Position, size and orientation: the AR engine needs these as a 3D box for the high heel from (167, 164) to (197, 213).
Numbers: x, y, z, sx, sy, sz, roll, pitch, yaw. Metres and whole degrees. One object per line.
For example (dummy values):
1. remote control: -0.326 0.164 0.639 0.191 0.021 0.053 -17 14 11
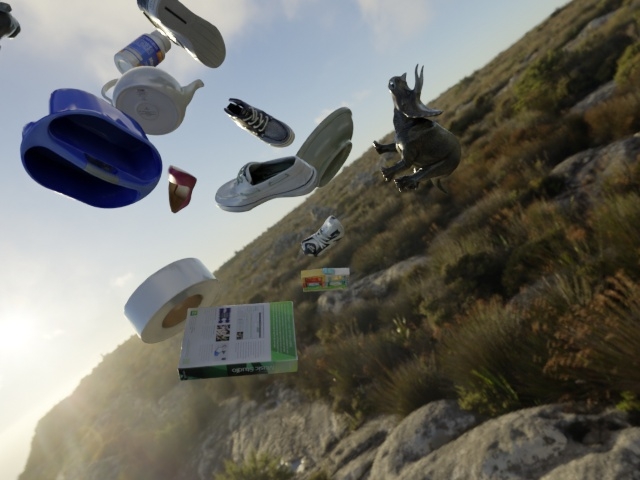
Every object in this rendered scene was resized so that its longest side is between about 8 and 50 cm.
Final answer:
1. high heel: -0.419 -0.143 1.364 0.117 0.082 0.244 -64 10 -7

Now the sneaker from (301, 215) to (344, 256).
1. sneaker: 0.000 0.000 1.856 0.153 0.094 0.235 -38 -4 -22

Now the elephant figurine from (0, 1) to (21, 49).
1. elephant figurine: -0.930 -0.530 1.254 0.240 0.169 0.186 -62 7 -8

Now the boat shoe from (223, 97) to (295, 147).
1. boat shoe: -0.282 -0.527 2.101 0.127 0.340 0.158 -64 -22 1

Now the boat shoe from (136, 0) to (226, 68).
1. boat shoe: -0.423 -0.666 1.466 0.121 0.119 0.335 -58 -26 1

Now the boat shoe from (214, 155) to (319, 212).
1. boat shoe: -0.114 -0.113 0.857 0.226 0.076 0.083 -12 53 27

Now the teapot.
1. teapot: -0.578 -0.499 1.606 0.252 0.256 0.187 -31 45 33

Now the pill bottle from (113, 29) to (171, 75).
1. pill bottle: -0.858 -0.910 2.290 0.272 0.152 0.152 -55 14 -30

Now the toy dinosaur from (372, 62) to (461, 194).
1. toy dinosaur: 0.210 -0.170 0.927 0.160 0.313 0.121 -30 38 26

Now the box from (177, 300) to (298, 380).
1. box: -0.231 0.282 1.351 0.321 0.059 0.232 -4 37 -4

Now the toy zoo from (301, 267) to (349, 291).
1. toy zoo: 0.019 0.159 1.929 0.192 0.030 0.293 -3 -19 0

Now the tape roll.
1. tape roll: -0.450 0.184 1.444 0.286 0.100 0.286 -41 -17 -15

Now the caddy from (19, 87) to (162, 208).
1. caddy: -0.568 -0.214 1.183 0.241 0.179 0.341 -42 -34 13

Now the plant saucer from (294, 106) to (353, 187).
1. plant saucer: 0.021 -0.313 1.789 0.400 0.100 0.400 -50 -8 -10
